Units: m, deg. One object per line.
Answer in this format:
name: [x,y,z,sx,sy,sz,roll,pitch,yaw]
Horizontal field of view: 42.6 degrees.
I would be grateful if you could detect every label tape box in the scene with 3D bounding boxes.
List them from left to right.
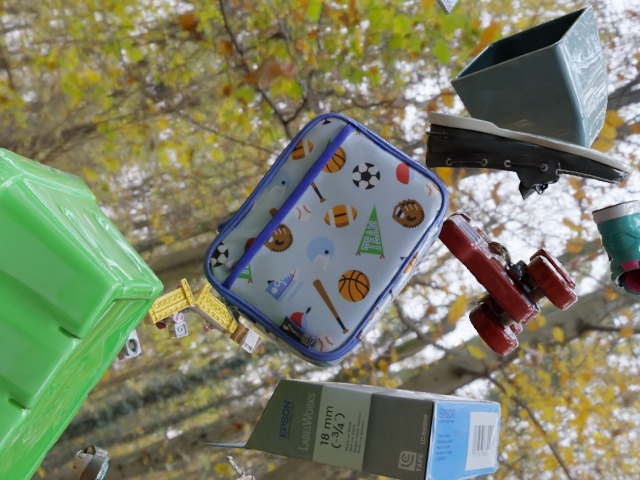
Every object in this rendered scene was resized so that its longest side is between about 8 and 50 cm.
label tape box: [0.048,0.252,1.134,0.333,0.240,0.106,2,-100,31]

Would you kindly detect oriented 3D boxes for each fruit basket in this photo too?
fruit basket: [-0.401,0.059,0.860,0.283,0.392,0.392,36,30,-83]

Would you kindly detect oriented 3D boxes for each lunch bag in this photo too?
lunch bag: [0.000,0.000,1.059,0.243,0.303,0.115,37,-10,9]

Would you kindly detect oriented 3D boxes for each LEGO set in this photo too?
LEGO set: [-0.244,0.142,1.451,0.107,0.287,0.132,-17,-106,45]

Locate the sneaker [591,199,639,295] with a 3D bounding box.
sneaker: [0.636,0.016,1.598,0.123,0.295,0.178,-19,-101,41]

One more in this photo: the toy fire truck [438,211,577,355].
toy fire truck: [0.319,0.049,1.496,0.254,0.169,0.302,50,16,6]

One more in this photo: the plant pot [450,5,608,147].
plant pot: [0.467,-0.301,1.728,0.247,0.248,0.252,-13,-68,40]

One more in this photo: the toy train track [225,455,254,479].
toy train track: [-0.155,0.451,1.608,0.083,0.048,0.014,41,-73,28]

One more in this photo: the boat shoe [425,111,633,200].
boat shoe: [0.335,-0.125,1.369,0.127,0.340,0.113,-53,157,-78]

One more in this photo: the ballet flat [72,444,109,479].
ballet flat: [-0.467,0.455,1.651,0.068,0.072,0.213,31,-12,-7]

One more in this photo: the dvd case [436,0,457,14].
dvd case: [0.249,-0.508,1.592,0.013,0.119,0.087,-5,-44,47]
